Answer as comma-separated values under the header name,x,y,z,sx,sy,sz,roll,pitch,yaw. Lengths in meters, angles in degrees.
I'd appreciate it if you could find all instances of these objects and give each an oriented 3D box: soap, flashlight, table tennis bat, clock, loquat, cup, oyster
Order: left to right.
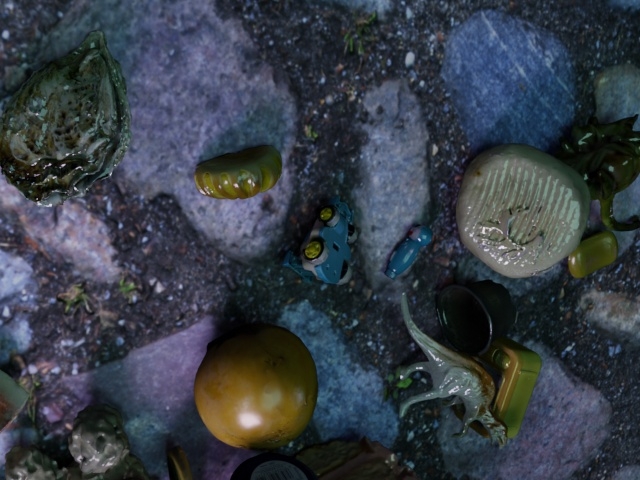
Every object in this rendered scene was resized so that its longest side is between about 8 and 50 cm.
name,x,y,z,sx,sy,sz,roll,pitch,yaw
oyster,-0.389,-0.182,1.267,0.268,0.112,0.198,-42,97,0
table tennis bat,-0.247,0.519,1.500,0.050,0.198,0.320,-11,132,-21
cup,-0.115,0.483,1.424,0.179,0.255,0.256,-4,127,-30
loquat,-0.114,0.262,1.450,0.235,0.235,0.234,-7,108,-24
flashlight,0.177,0.024,1.622,0.051,0.051,0.129,35,90,-29
clock,0.381,0.316,1.752,0.096,0.143,0.202,9,101,-34
soap,0.618,0.031,1.837,0.140,0.045,0.088,-22,116,-19

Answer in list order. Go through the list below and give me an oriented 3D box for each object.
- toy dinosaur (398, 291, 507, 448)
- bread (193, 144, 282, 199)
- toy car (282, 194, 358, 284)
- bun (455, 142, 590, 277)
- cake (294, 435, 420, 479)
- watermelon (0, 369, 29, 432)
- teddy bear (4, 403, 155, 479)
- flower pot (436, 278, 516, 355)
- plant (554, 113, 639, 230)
name,x,y,z,sx,sy,sz,roll,pitch,yaw
toy dinosaur,0.242,0.270,1.658,0.206,0.092,0.392,-16,101,17
bread,-0.131,-0.114,1.412,0.157,0.094,0.082,-23,110,-27
toy car,0.000,0.000,1.520,0.126,0.098,0.161,41,54,-55
bun,0.401,-0.061,1.631,0.273,0.168,0.272,3,103,11
cake,0.082,0.595,1.598,0.293,0.307,0.314,-20,113,-21
watermelon,-0.609,0.333,1.251,0.310,0.232,0.193,-25,80,0
teddy bear,-0.443,0.499,1.379,0.368,0.224,0.357,-27,96,-15
flower pot,0.332,0.149,1.684,0.107,0.157,0.157,-21,114,-32
plant,0.635,-0.103,1.725,0.251,0.180,0.333,-33,116,-17
